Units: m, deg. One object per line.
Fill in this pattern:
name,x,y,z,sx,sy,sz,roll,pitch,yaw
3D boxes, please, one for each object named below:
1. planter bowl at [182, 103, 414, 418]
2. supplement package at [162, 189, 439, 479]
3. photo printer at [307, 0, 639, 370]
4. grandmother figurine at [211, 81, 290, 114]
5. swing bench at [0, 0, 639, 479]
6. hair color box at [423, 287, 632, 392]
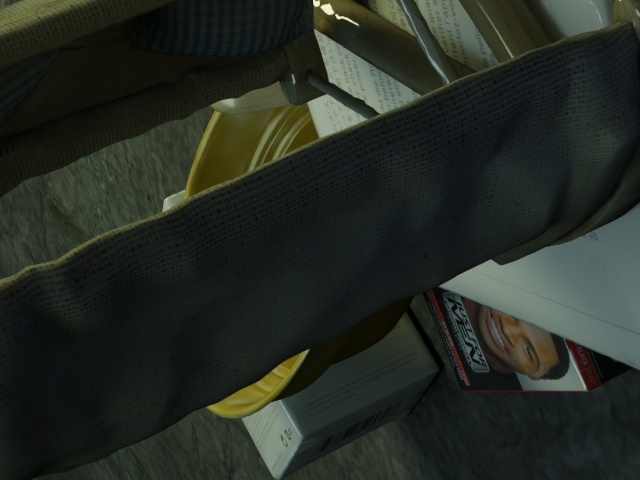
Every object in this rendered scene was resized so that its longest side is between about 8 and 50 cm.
planter bowl,0.000,0.000,0.960,0.217,0.090,0.217,-32,52,53
supplement package,-0.020,0.045,1.086,0.179,0.105,0.105,60,161,15
photo printer,0.078,-0.091,0.696,0.307,0.107,0.256,21,131,62
grandmother figurine,-0.069,-0.221,0.796,0.208,0.104,0.342,-81,-23,-47
swing bench,-0.058,-0.044,0.565,0.254,0.253,0.165,52,155,35
hair color box,0.106,0.038,0.861,0.072,0.043,0.141,67,159,-3
